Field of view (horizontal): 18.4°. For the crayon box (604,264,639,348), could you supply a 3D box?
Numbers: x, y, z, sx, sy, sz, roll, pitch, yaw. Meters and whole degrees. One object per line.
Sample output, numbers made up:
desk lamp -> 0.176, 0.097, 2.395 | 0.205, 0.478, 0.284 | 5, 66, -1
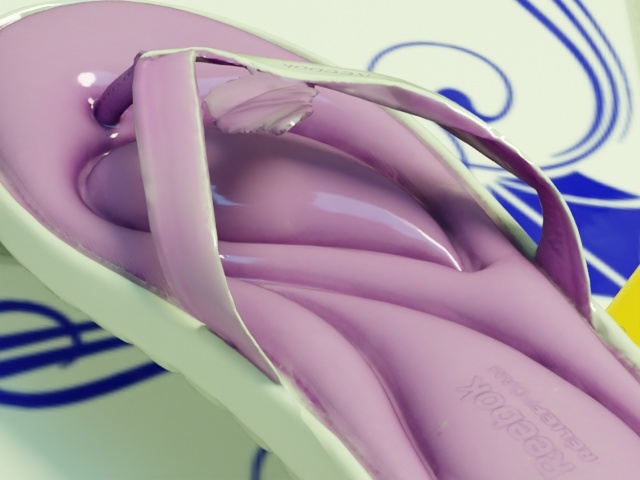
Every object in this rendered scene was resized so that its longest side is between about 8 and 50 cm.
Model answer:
crayon box -> 0.135, 0.127, 0.711 | 0.165, 0.081, 0.278 | 27, 43, 17

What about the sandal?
sandal -> 0.012, -0.006, 0.703 | 0.169, 0.102, 0.416 | -24, 47, -31
